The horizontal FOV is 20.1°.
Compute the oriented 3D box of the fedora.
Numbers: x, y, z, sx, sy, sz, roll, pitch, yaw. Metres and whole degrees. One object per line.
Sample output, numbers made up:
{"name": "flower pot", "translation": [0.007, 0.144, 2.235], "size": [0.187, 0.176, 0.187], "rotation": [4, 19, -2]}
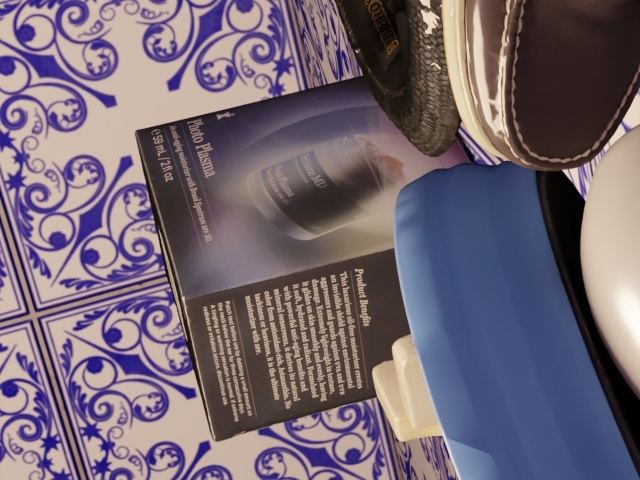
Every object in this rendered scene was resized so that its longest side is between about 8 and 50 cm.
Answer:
{"name": "fedora", "translation": [0.084, -0.208, 1.018], "size": [0.334, 0.152, 0.334], "rotation": [164, 90, -84]}

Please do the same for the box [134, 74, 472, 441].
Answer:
{"name": "box", "translation": [0.000, 0.000, 1.705], "size": [0.296, 0.294, 0.183], "rotation": [-113, 12, -53]}

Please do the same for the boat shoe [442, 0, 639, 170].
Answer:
{"name": "boat shoe", "translation": [0.127, -0.152, 0.756], "size": [0.092, 0.102, 0.285], "rotation": [-127, 47, -55]}

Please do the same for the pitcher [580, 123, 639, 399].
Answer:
{"name": "pitcher", "translation": [0.197, 0.033, 0.763], "size": [0.178, 0.125, 0.207], "rotation": [119, 142, -54]}

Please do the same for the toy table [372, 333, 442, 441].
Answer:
{"name": "toy table", "translation": [0.148, 0.155, 1.365], "size": [0.274, 0.160, 0.252], "rotation": [-120, 15, -65]}

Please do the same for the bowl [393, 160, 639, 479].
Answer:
{"name": "bowl", "translation": [0.161, 0.130, 0.948], "size": [0.391, 0.077, 0.391], "rotation": [57, -164, -26]}
